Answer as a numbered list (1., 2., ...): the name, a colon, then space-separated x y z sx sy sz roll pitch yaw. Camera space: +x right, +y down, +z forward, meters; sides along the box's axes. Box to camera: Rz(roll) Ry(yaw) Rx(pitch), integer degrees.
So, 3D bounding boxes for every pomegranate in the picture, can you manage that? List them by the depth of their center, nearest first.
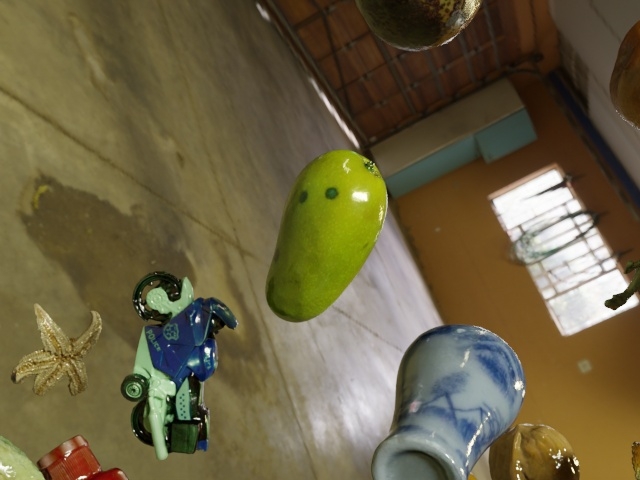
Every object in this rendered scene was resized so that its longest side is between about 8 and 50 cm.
1. pomegranate: 0.225 -0.521 1.250 0.285 0.341 0.285 41 34 -36

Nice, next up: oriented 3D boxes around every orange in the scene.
1. orange: 0.563 -0.256 1.030 0.183 0.249 0.249 56 13 -26

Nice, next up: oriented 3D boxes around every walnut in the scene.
1. walnut: 0.371 0.402 1.174 0.149 0.166 0.166 -16 77 -48

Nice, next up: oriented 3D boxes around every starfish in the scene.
1. starfish: -0.553 0.237 1.423 0.216 0.238 0.071 51 2 -32

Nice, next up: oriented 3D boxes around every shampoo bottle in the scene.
1. shampoo bottle: -0.238 0.353 0.785 0.102 0.064 0.260 -26 77 -43

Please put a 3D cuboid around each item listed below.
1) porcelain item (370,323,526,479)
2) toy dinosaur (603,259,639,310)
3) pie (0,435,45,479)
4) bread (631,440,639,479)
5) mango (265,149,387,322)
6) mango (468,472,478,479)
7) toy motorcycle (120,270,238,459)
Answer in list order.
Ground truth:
1. porcelain item: 0.136 0.177 0.715 0.141 0.141 0.259 61 31 -6
2. toy dinosaur: 0.572 0.070 1.132 0.242 0.167 0.053 21 22 -49
3. pie: -0.378 0.299 0.591 0.302 0.303 0.067 63 -28 1
4. bread: 0.534 0.355 1.018 0.187 0.065 0.103 18 59 -34
5. mango: 0.000 0.000 1.038 0.143 0.293 0.175 17 19 -30
6. mango: 0.303 0.546 1.518 0.184 0.085 0.102 47 -20 42
7. toy motorcycle: -0.248 0.221 1.216 0.125 0.196 0.331 -14 106 -88
